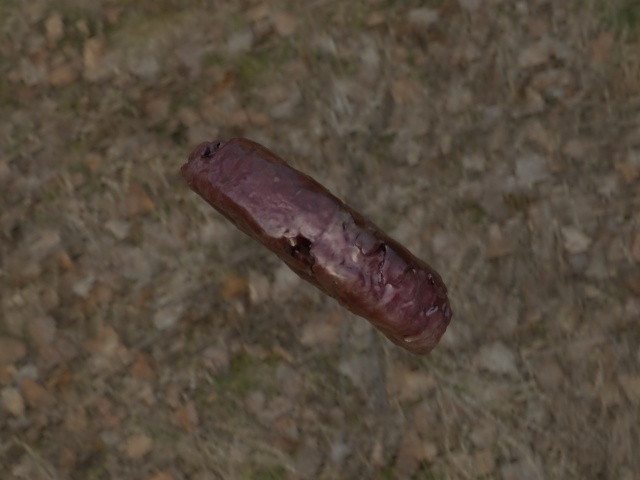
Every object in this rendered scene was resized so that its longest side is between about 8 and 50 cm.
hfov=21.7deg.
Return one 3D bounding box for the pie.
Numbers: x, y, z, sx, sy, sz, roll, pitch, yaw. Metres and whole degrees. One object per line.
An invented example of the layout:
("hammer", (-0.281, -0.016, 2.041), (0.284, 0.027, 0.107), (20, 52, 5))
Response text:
("pie", (0.000, 0.000, 0.763), (0.153, 0.153, 0.038), (36, 89, 34))
